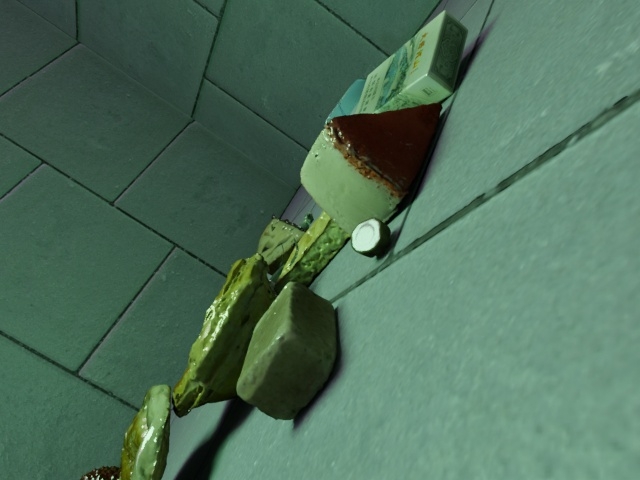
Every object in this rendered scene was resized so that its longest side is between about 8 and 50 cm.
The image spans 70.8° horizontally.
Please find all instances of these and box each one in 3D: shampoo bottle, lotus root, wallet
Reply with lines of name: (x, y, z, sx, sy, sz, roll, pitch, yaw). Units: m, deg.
shampoo bottle: (-0.080, 0.003, 1.404, 0.207, 0.057, 0.063, -61, 10, -24)
lotus root: (-0.108, 0.018, 1.271, 0.170, 0.074, 0.261, -53, 27, 2)
wallet: (0.126, -0.334, 1.169, 0.176, 0.075, 0.250, -53, 34, 1)

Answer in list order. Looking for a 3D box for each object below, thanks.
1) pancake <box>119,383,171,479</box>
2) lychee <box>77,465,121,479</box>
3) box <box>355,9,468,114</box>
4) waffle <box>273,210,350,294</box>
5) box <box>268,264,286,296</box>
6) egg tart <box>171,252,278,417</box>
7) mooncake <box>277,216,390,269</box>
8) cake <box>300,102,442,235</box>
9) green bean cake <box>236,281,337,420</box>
pancake: (-0.332, 0.449, 0.808, 0.387, 0.082, 0.386, -166, 90, -71)
lychee: (-0.479, 0.596, 1.001, 0.188, 0.188, 0.188, -54, 9, 12)
box: (0.175, -0.327, 0.938, 0.256, 0.069, 0.164, -20, 47, 59)
waffle: (0.000, 0.000, 0.970, 0.274, 0.057, 0.168, -50, 11, 35)
box: (-0.101, 0.104, 1.152, 0.063, 0.060, 0.085, -55, 6, -22)
egg tart: (-0.165, 0.191, 0.887, 0.352, 0.150, 0.352, -61, 6, 12)
mooncake: (-0.002, 0.013, 0.758, 0.150, 0.057, 0.347, -61, 21, -1)
cake: (0.081, -0.155, 0.762, 0.158, 0.160, 0.262, -51, 8, 51)
green bean cake: (-0.039, 0.137, 0.594, 0.109, 0.085, 0.179, -53, 10, 11)
